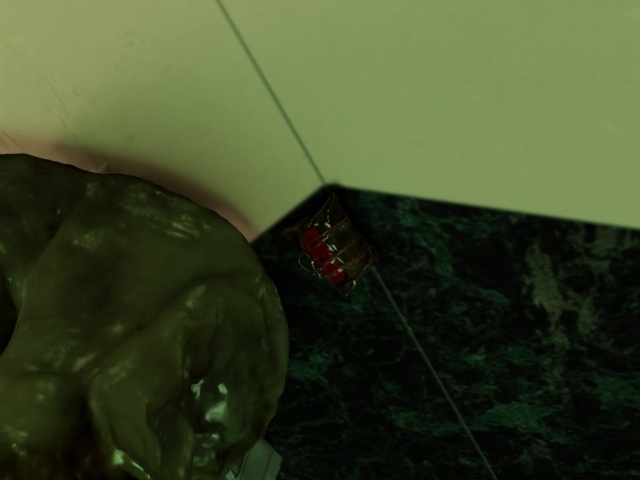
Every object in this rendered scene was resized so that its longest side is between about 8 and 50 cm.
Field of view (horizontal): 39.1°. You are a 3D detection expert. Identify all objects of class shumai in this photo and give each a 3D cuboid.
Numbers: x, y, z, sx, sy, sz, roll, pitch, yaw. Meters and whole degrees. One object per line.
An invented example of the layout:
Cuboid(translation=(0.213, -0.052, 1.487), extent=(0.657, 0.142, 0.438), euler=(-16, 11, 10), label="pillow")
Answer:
Cuboid(translation=(-0.220, 0.137, 0.671), extent=(0.398, 0.323, 0.324), euler=(4, 116, -5), label="shumai")

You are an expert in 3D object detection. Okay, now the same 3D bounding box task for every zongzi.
Cuboid(translation=(0.000, 0.000, 0.737), extent=(0.074, 0.067, 0.083), euler=(-8, 116, 38), label="zongzi")

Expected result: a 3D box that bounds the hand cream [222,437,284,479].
Cuboid(translation=(-0.139, 0.167, 0.927), extent=(0.058, 0.085, 0.331), euler=(-9, 130, 30), label="hand cream")
